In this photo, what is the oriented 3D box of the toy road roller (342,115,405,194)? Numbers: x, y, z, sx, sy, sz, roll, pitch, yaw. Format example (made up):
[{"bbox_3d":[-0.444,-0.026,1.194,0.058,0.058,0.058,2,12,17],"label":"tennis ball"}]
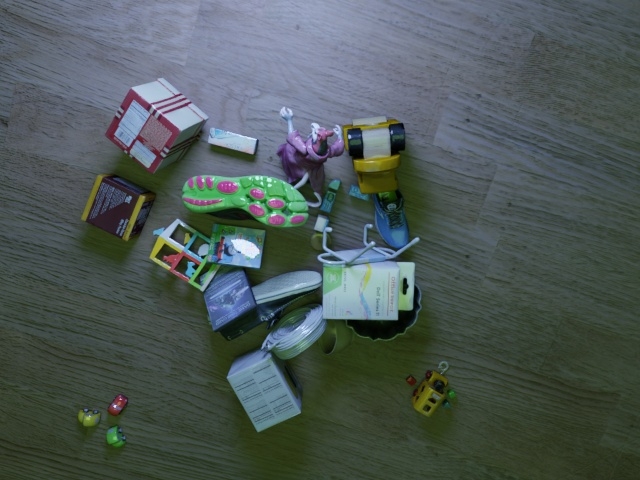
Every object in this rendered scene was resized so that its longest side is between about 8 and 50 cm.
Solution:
[{"bbox_3d":[0.193,-0.309,1.771,0.202,0.329,0.241,-6,112,3],"label":"toy road roller"}]

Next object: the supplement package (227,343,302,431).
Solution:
[{"bbox_3d":[-0.220,0.587,1.998,0.198,0.199,0.263,-26,99,5],"label":"supplement package"}]

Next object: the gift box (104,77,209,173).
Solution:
[{"bbox_3d":[-0.604,-0.417,1.792,0.255,0.258,0.276,45,118,-9],"label":"gift box"}]

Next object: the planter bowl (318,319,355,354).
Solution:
[{"bbox_3d":[0.071,0.380,1.989,0.109,0.162,0.162,4,102,-27],"label":"planter bowl"}]

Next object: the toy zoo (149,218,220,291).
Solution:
[{"bbox_3d":[-0.539,0.047,1.948,0.293,0.030,0.192,32,76,-4],"label":"toy zoo"}]

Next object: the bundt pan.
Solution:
[{"bbox_3d":[0.234,0.231,1.963,0.330,0.124,0.331,0,100,1],"label":"bundt pan"}]

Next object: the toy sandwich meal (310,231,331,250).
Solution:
[{"bbox_3d":[0.000,0.000,1.972,0.085,0.029,0.086,1,104,4],"label":"toy sandwich meal"}]

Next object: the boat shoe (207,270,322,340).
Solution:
[{"bbox_3d":[-0.209,0.260,1.952,0.500,0.187,0.156,-24,105,10],"label":"boat shoe"}]

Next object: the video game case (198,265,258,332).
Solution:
[{"bbox_3d":[-0.368,0.200,1.922,0.196,0.026,0.274,-31,54,6],"label":"video game case"}]

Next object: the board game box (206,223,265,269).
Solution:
[{"bbox_3d":[-0.333,0.025,1.941,0.211,0.039,0.160,7,72,-2],"label":"board game box"}]

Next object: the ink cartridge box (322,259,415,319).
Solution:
[{"bbox_3d":[0.185,0.184,1.832,0.353,0.119,0.207,0,100,0],"label":"ink cartridge box"}]

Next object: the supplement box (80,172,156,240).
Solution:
[{"bbox_3d":[-0.783,-0.132,1.905,0.194,0.129,0.191,25,100,-4],"label":"supplement box"}]

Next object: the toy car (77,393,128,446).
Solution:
[{"bbox_3d":[-0.919,0.808,2.124,0.239,0.053,0.225,-21,100,5],"label":"toy car"}]

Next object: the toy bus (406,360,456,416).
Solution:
[{"bbox_3d":[0.471,0.636,2.047,0.190,0.104,0.202,-15,101,3],"label":"toy bus"}]

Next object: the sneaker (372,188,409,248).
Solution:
[{"bbox_3d":[0.264,-0.117,1.885,0.129,0.147,0.330,-19,101,4],"label":"sneaker"}]

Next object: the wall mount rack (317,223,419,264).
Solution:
[{"bbox_3d":[0.175,0.021,1.790,0.350,0.304,0.131,-6,108,-33],"label":"wall mount rack"}]

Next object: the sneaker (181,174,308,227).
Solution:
[{"bbox_3d":[-0.273,-0.157,1.854,0.482,0.202,0.185,12,91,7],"label":"sneaker"}]

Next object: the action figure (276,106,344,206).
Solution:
[{"bbox_3d":[-0.050,-0.298,1.740,0.248,0.370,0.276,9,80,-15],"label":"action figure"}]

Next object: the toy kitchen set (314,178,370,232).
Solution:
[{"bbox_3d":[0.086,-0.122,1.899,0.166,0.122,0.207,18,101,-3],"label":"toy kitchen set"}]

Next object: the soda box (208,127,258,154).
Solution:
[{"bbox_3d":[-0.336,-0.384,1.887,0.183,0.058,0.063,14,101,-2],"label":"soda box"}]

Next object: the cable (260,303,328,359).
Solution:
[{"bbox_3d":[-0.088,0.355,1.924,0.257,0.257,0.089,-26,105,22],"label":"cable"}]
